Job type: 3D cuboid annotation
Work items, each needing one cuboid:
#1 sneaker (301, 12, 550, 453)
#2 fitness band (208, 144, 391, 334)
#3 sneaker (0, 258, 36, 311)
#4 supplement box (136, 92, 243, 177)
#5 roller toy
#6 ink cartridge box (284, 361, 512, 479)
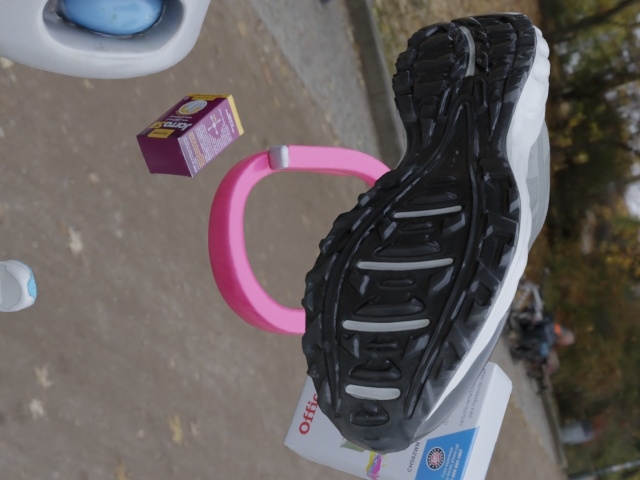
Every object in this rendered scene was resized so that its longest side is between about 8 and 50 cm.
[{"bbox_3d":[0.073,-0.003,0.552,0.108,0.100,0.271,64,36,-38],"label":"sneaker"},{"bbox_3d":[0.000,0.000,1.205,0.291,0.054,0.209,0,87,-45],"label":"fitness band"},{"bbox_3d":[-0.549,0.075,1.707,0.092,0.228,0.087,-24,113,-60],"label":"sneaker"},{"bbox_3d":[-0.119,-0.098,0.990,0.083,0.055,0.043,-48,134,-40],"label":"supplement box"},{"bbox_3d":[-0.159,-0.196,0.680,0.191,0.209,0.146,-64,178,-60],"label":"roller toy"},{"bbox_3d":[0.049,0.112,0.695,0.052,0.122,0.088,45,61,-58],"label":"ink cartridge box"}]
